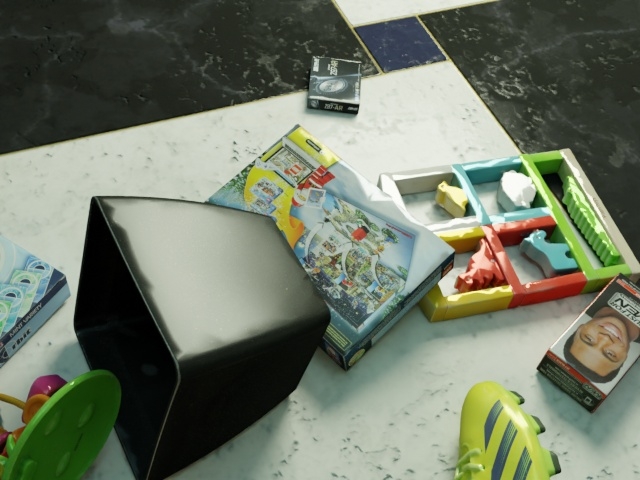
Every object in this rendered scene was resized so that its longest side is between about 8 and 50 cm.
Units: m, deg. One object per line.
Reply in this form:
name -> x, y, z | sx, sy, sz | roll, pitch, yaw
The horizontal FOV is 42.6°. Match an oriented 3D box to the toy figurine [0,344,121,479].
toy figurine -> -0.276, 0.148, 0.674 | 0.159, 0.130, 0.173 | 27, 95, 17

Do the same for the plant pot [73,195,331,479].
plant pot -> -0.104, 0.074, 0.734 | 0.167, 0.187, 0.188 | -13, 54, -33

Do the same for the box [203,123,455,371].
box -> 0.000, 0.000, 0.857 | 0.159, 0.044, 0.233 | -42, 66, -15

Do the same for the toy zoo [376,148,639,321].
toy zoo -> 0.187, -0.010, 0.924 | 0.293, 0.030, 0.192 | -9, 54, -14

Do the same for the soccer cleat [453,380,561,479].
soccer cleat -> 0.141, 0.245, 0.680 | 0.121, 0.093, 0.289 | -3, 52, -2

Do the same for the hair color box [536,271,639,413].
hair color box -> 0.293, 0.102, 0.842 | 0.072, 0.043, 0.141 | 39, 58, 20

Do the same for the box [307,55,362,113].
box -> 0.019, -0.201, 1.057 | 0.067, 0.018, 0.083 | 7, 52, -3

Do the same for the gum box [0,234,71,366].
gum box -> -0.366, 0.053, 0.792 | 0.184, 0.041, 0.157 | 28, 55, 15
